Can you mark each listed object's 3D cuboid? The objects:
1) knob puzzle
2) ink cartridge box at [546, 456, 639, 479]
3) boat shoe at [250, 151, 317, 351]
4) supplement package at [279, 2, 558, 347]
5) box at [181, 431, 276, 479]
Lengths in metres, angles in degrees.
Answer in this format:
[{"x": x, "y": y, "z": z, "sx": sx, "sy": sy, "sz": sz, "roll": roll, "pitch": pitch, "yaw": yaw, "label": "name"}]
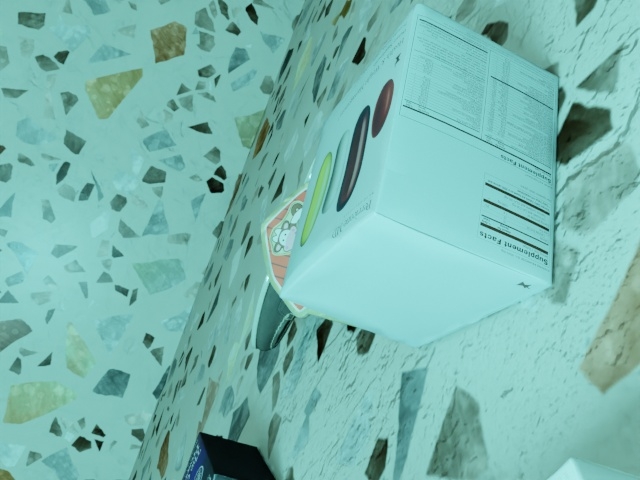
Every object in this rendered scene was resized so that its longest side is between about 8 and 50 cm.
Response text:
[{"x": 0.000, "y": 0.000, "z": 0.791, "sx": 0.213, "sy": 0.030, "sz": 0.213, "roll": -10, "pitch": 70, "yaw": 28, "label": "knob puzzle"}, {"x": 0.115, "y": 0.183, "z": 0.285, "sx": 0.143, "sy": 0.089, "sz": 0.092, "roll": -60, "pitch": 18, "yaw": 29, "label": "ink cartridge box"}, {"x": -0.006, "y": 0.022, "z": 0.902, "sx": 0.112, "sy": 0.095, "sz": 0.335, "roll": -43, "pitch": -25, "yaw": -71, "label": "boat shoe"}, {"x": 0.082, "y": -0.044, "z": 0.570, "sx": 0.194, "sy": 0.149, "sz": 0.203, "roll": -44, "pitch": 29, "yaw": 57, "label": "supplement package"}, {"x": -0.154, "y": 0.418, "z": 0.877, "sx": 0.184, "sy": 0.103, "sz": 0.261, "roll": 3, "pitch": 73, "yaw": 71, "label": "box"}]
